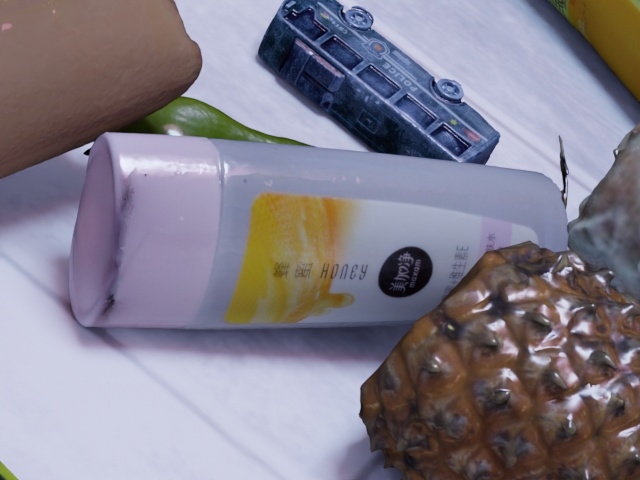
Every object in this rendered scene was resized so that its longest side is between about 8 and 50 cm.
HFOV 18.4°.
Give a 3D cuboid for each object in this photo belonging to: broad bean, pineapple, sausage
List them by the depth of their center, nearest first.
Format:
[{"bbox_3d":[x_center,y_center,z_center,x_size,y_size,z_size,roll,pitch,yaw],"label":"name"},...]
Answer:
[{"bbox_3d":[0.186,0.157,0.983,0.364,0.165,0.165,44,39,14],"label":"pineapple"},{"bbox_3d":[-0.192,-0.082,1.000,0.253,0.123,0.123,-25,62,-38],"label":"sausage"},{"bbox_3d":[0.011,-0.029,1.153,0.318,0.056,0.098,6,59,-29],"label":"broad bean"}]

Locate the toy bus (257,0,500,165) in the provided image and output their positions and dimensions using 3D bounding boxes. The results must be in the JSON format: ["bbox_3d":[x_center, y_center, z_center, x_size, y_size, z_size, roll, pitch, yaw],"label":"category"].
[{"bbox_3d":[0.035,-0.095,1.257,0.166,0.047,0.065,39,42,11],"label":"toy bus"}]

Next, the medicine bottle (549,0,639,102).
[{"bbox_3d":[0.233,-0.185,1.434,0.124,0.124,0.239,-9,51,-40],"label":"medicine bottle"}]

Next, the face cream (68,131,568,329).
[{"bbox_3d":[0.000,0.000,1.067,0.269,0.107,0.073,3,21,-26],"label":"face cream"}]

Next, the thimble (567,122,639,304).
[{"bbox_3d":[0.271,-0.038,1.222,0.148,0.196,0.229,39,37,10],"label":"thimble"}]

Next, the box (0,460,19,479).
[{"bbox_3d":[-0.196,0.165,0.793,0.141,0.064,0.220,43,38,18],"label":"box"}]
